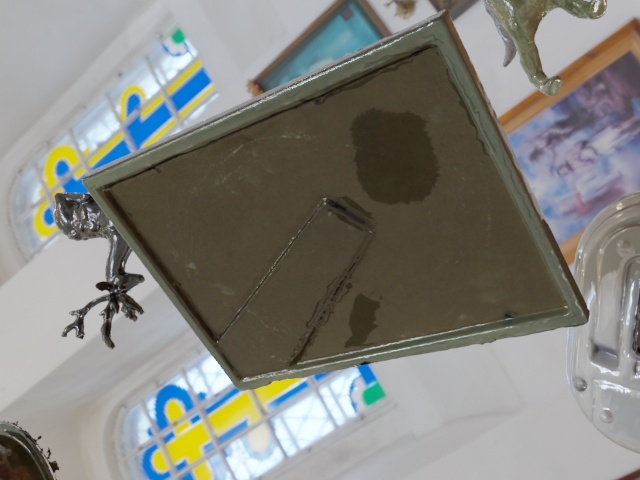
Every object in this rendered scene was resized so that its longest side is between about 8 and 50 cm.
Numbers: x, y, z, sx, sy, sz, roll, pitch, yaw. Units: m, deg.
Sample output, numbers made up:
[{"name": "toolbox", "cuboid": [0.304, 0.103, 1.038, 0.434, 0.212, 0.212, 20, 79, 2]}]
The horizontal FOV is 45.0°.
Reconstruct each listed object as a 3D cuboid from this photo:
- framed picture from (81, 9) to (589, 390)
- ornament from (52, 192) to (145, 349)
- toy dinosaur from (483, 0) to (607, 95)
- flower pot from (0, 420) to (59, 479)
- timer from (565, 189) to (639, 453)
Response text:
[{"name": "framed picture", "cuboid": [0.000, 0.000, 0.596, 0.247, 0.335, 0.022, 58, -144, -22]}, {"name": "ornament", "cuboid": [-0.354, 0.045, 1.195, 0.080, 0.202, 0.236, 17, -102, -63]}, {"name": "toy dinosaur", "cuboid": [0.246, -0.304, 0.890, 0.162, 0.077, 0.294, 45, 148, 39]}, {"name": "flower pot", "cuboid": [-0.523, 0.407, 1.051, 0.259, 0.290, 0.290, -1, -122, -57]}, {"name": "timer", "cuboid": [0.332, 0.079, 0.629, 0.087, 0.262, 0.237, -19, -67, -53]}]
